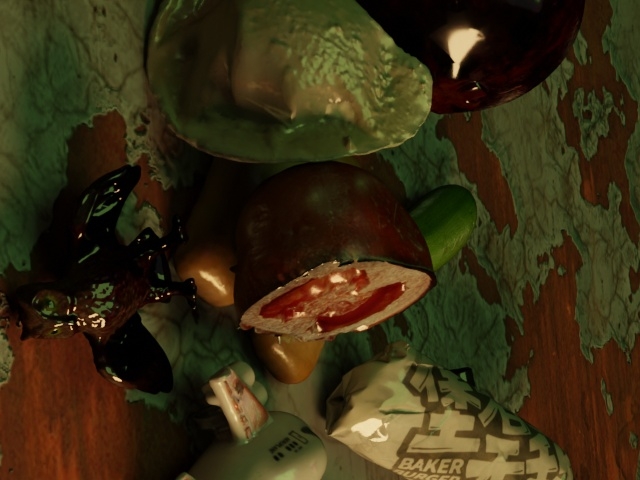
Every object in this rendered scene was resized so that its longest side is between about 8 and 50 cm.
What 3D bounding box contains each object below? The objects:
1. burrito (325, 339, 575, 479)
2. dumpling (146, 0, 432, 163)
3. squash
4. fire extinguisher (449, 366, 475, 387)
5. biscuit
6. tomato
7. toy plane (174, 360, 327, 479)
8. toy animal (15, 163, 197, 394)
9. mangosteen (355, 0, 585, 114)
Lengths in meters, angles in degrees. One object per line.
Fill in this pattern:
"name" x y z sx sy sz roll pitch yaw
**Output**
"burrito" 0.179 0.242 1.916 0.445 0.101 0.139 30 64 -37
"dumpling" -0.040 -0.166 1.609 0.227 0.243 0.175 -60 139 -33
"squash" 0.115 0.003 1.942 0.292 0.082 0.082 -35 113 -53
"fire extinguisher" 0.178 0.247 2.014 0.062 0.050 0.177 -37 117 -80
"biscuit" -0.040 -0.020 1.735 0.237 0.062 0.290 52 45 -37
"tomato" 0.000 0.000 1.614 0.214 0.181 0.155 25 46 -59
"toy plane" -0.068 0.241 1.588 0.252 0.118 0.252 34 51 -58
"toy animal" -0.198 0.046 1.478 0.179 0.116 0.218 -15 103 -27
"mangosteen" 0.152 -0.318 1.864 0.307 0.307 0.347 28 62 -51
